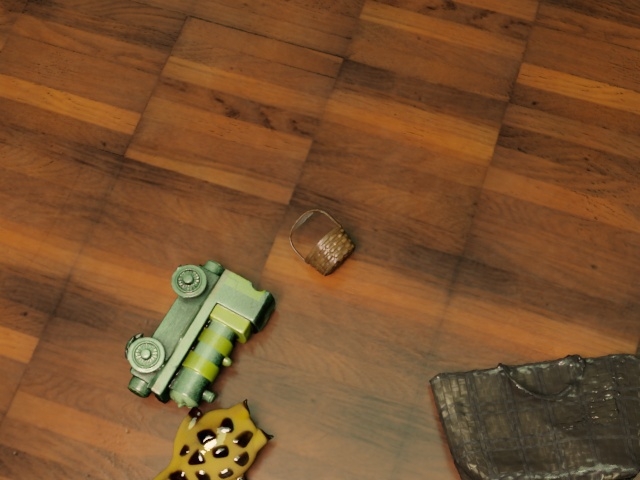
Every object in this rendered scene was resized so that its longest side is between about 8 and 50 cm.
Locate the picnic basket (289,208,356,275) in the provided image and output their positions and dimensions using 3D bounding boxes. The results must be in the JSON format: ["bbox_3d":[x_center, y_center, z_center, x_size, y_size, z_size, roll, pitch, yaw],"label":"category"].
[{"bbox_3d":[0.000,0.000,1.256,0.083,0.072,0.072,44,76,7],"label":"picnic basket"}]

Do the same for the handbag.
[{"bbox_3d":[0.277,0.226,1.159,0.271,0.088,0.175,-5,61,1],"label":"handbag"}]

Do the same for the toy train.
[{"bbox_3d":[-0.159,0.124,1.211,0.132,0.083,0.200,27,73,9],"label":"toy train"}]

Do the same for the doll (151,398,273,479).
[{"bbox_3d":[-0.192,0.301,1.141,0.291,0.086,0.117,-35,88,-11],"label":"doll"}]
